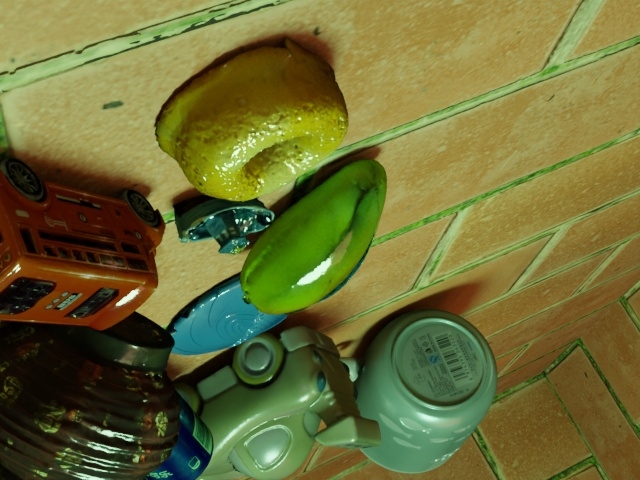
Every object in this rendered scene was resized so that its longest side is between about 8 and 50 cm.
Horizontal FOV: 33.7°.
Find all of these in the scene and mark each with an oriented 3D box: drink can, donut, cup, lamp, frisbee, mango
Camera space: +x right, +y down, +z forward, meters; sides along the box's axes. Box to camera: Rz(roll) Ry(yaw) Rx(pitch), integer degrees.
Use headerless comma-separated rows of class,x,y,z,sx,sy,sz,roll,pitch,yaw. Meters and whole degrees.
drink can,-0.237,0.262,1.492,0.118,0.118,0.205,-29,137,-1
donut,-0.054,-0.098,0.974,0.174,0.074,0.190,-31,161,4
cup,0.142,0.271,1.992,0.357,0.259,0.274,7,151,-8
lamp,-0.268,0.179,1.142,0.247,0.247,0.247,-26,161,-10
frisbee,-0.102,0.105,1.471,0.242,0.045,0.242,-25,162,-9
mango,0.000,0.000,1.254,0.233,0.111,0.125,-47,171,13

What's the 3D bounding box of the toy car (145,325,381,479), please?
toy car,-0.101,0.301,1.688,0.336,0.226,0.242,-33,160,8

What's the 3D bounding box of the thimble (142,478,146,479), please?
thimble,-0.350,0.407,1.764,0.135,0.118,0.090,-14,157,-32

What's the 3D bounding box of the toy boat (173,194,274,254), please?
toy boat,-0.104,-0.016,1.130,0.060,0.061,0.137,-41,157,31

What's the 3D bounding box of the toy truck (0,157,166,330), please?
toy truck,-0.232,0.014,0.945,0.107,0.114,0.253,-37,159,17
